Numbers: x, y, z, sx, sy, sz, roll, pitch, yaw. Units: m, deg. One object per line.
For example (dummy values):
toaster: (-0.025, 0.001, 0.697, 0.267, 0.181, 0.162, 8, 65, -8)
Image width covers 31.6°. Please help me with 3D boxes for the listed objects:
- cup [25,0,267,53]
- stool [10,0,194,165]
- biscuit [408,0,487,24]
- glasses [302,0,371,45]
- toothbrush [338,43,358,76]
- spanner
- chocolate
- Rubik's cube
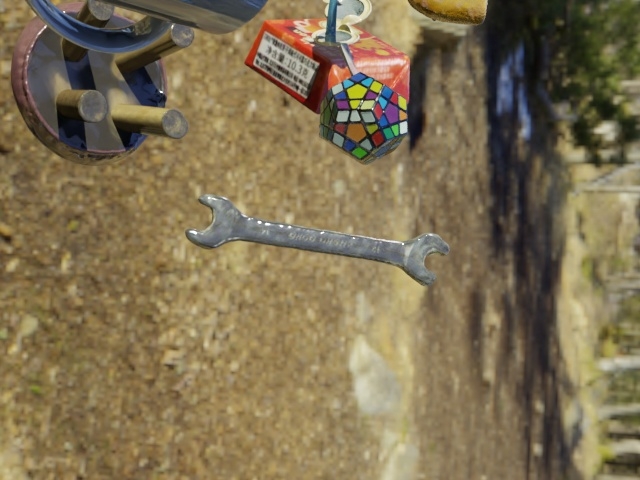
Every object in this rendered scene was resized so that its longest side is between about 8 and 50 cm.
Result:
cup: (-0.246, -0.362, 1.314, 0.326, 0.323, 0.237, 8, 45, -41)
stool: (-0.339, -0.262, 1.813, 0.272, 0.178, 0.272, 4, 84, -40)
biscuit: (0.222, -0.457, 1.625, 0.299, 0.154, 0.045, -63, 178, 12)
glasses: (0.064, -0.431, 1.865, 0.190, 0.088, 0.221, -69, -175, -50)
toothbrush: (0.071, -0.226, 1.794, 0.017, 0.014, 0.194, -45, -117, 57)
spanner: (0.000, 0.000, 1.068, 0.015, 0.254, 0.054, 135, -37, -74)
chocolate: (0.020, -0.332, 2.122, 0.234, 0.237, 0.108, -11, 127, -38)
Rubik's cube: (0.061, -0.172, 1.605, 0.112, 0.133, 0.133, 60, 15, 10)
